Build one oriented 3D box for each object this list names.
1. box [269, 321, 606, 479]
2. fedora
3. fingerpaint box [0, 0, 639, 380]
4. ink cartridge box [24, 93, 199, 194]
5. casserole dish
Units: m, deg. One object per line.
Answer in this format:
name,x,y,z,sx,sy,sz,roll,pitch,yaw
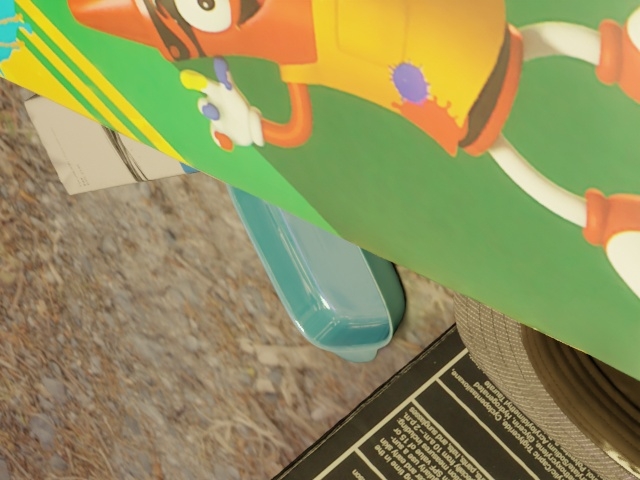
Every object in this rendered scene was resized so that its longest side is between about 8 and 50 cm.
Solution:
box,0.095,0.248,1.130,0.296,0.294,0.182,46,143,11
fedora,0.225,0.044,0.961,0.275,0.124,0.243,32,142,14
fingerpaint box,0.090,-0.191,0.648,0.371,0.445,0.163,26,135,33
ink cartridge box,-0.089,-0.103,1.173,0.191,0.140,0.082,-5,116,50
casserole dish,0.000,0.000,1.248,0.114,0.037,0.188,-8,113,50
